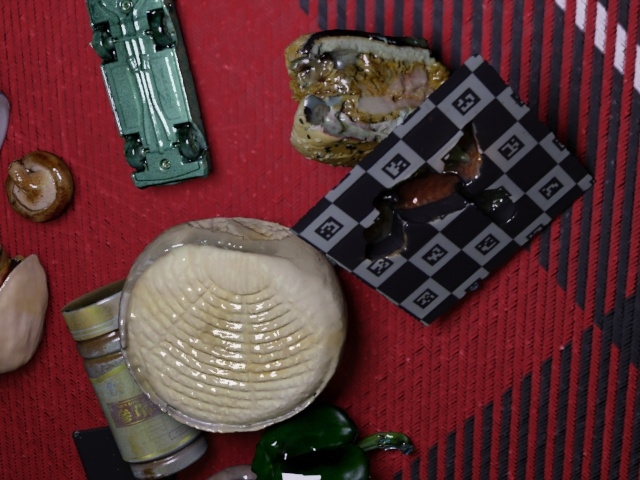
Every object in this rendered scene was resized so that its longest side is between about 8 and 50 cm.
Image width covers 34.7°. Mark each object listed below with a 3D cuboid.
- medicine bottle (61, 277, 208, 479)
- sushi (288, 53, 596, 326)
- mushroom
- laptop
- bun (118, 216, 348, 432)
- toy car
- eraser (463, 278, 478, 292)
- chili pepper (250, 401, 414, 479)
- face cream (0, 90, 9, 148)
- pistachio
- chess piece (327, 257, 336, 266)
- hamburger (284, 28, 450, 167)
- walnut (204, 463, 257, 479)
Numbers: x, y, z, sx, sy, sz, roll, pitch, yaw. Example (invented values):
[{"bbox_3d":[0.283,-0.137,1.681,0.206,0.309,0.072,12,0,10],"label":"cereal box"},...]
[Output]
[{"bbox_3d":[-0.310,0.234,1.744,0.151,0.151,0.322,-16,101,19],"label":"medicine bottle"},{"bbox_3d":[0.173,-0.069,1.468,0.343,0.064,0.359,-43,133,13],"label":"sushi"},{"bbox_3d":[-0.474,-0.088,1.727,0.127,0.087,0.127,5,106,18],"label":"mushroom"},{"bbox_3d":[-0.362,0.397,1.881,0.180,0.016,0.129,-12,102,19],"label":"laptop"},{"bbox_3d":[-0.134,0.116,1.634,0.364,0.202,0.364,2,110,5],"label":"bun"},{"bbox_3d":[-0.262,-0.247,1.616,0.141,0.097,0.320,-10,102,17],"label":"toy car"},{"bbox_3d":[0.181,-0.024,1.594,0.082,0.036,0.225,-15,102,18],"label":"eraser"},{"bbox_3d":[0.020,0.364,1.687,0.174,0.261,0.165,63,143,34],"label":"chili pepper"},{"bbox_3d":[-0.621,-0.194,1.688,0.153,0.177,0.177,25,111,5],"label":"face cream"},{"bbox_3d":[-0.556,0.123,1.781,0.157,0.157,0.229,17,98,10],"label":"pistachio"},{"bbox_3d":[0.000,0.000,1.651,0.042,0.042,0.093,-39,88,22],"label":"chess piece"},{"bbox_3d":[0.057,-0.195,1.486,0.192,0.288,0.167,-25,69,57],"label":"hamburger"},{"bbox_3d":[-0.127,0.490,1.750,0.224,0.224,0.224,4,107,14],"label":"walnut"}]
